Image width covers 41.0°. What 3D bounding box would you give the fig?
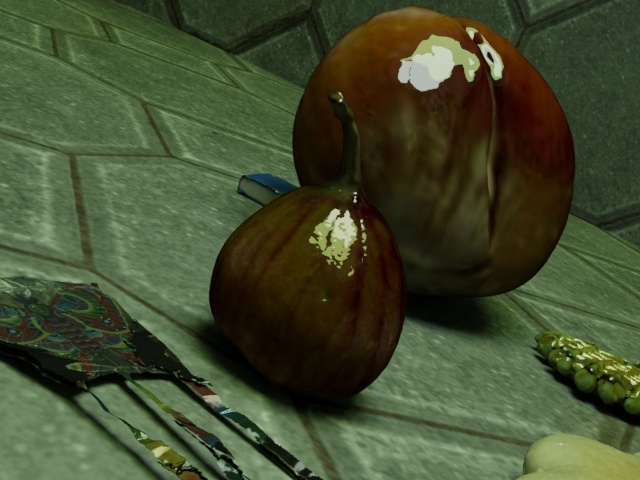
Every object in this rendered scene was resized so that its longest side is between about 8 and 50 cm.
[{"bbox_3d":[-0.002,0.022,0.667,0.148,0.202,0.149,32,-26,-23],"label":"fig"}]

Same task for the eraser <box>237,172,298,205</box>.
[{"bbox_3d":[-0.066,-0.068,1.153,0.063,0.027,0.085,29,15,16],"label":"eraser"}]

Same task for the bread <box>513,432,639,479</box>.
[{"bbox_3d":[0.259,0.224,0.555,0.316,0.054,0.316,24,15,-7],"label":"bread"}]

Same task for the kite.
[{"bbox_3d":[-0.118,0.086,0.539,0.285,0.015,0.152,31,16,28],"label":"kite"}]

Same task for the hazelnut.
[{"bbox_3d":[0.130,-0.091,1.014,0.372,0.315,0.372,18,44,-19],"label":"hazelnut"}]

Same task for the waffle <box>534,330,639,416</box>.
[{"bbox_3d":[0.332,0.154,0.955,0.183,0.036,0.169,21,12,-15],"label":"waffle"}]
